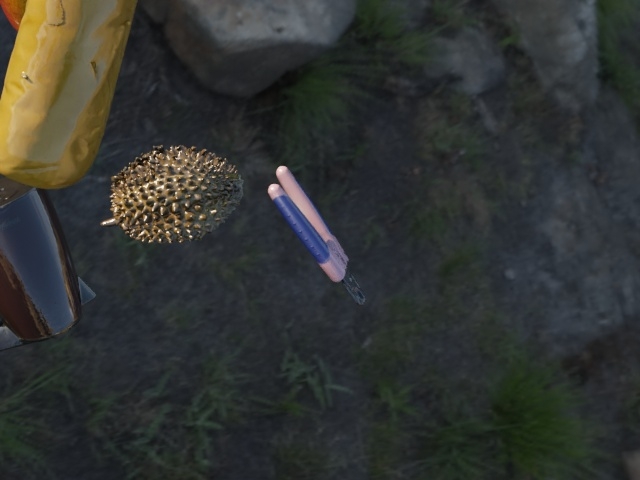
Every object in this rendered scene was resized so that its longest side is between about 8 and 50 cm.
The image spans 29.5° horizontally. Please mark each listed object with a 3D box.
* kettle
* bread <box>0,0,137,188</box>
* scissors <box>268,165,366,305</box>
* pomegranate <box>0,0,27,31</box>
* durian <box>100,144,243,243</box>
[{"bbox_3d":[-0.450,0.044,1.765,0.202,0.144,0.232,-25,112,-16],"label":"kettle"},{"bbox_3d":[-0.269,-0.205,1.327,0.142,0.091,0.305,-14,123,-65],"label":"bread"},{"bbox_3d":[0.000,0.000,0.844,0.113,0.012,0.039,54,24,-20],"label":"scissors"},{"bbox_3d":[-0.389,-0.395,1.845,0.221,0.221,0.256,-4,49,-35],"label":"pomegranate"},{"bbox_3d":[-0.145,-0.050,1.112,0.110,0.140,0.071,-98,169,-51],"label":"durian"}]
